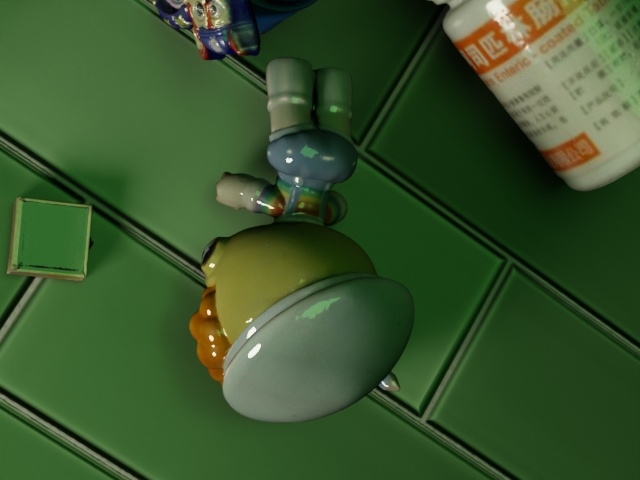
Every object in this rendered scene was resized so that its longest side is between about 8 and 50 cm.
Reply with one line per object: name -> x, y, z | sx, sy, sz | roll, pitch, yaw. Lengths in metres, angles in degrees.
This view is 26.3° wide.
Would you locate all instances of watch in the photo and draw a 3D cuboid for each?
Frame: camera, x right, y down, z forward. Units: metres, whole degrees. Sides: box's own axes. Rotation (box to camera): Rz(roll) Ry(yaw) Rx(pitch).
watch -> -0.078, -0.302, 1.470 | 0.200, 0.171, 0.196 | -21, 102, -32

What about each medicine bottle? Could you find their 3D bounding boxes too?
medicine bottle -> 0.257, -0.255, 1.544 | 0.211, 0.211, 0.371 | -43, 98, -19

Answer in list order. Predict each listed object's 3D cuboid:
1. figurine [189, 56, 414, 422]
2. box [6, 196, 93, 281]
figurine -> -0.027, -0.006, 1.417 | 0.224, 0.205, 0.382 | -6, 84, -32
box -> -0.277, 0.000, 1.415 | 0.083, 0.035, 0.079 | 6, 81, -18
